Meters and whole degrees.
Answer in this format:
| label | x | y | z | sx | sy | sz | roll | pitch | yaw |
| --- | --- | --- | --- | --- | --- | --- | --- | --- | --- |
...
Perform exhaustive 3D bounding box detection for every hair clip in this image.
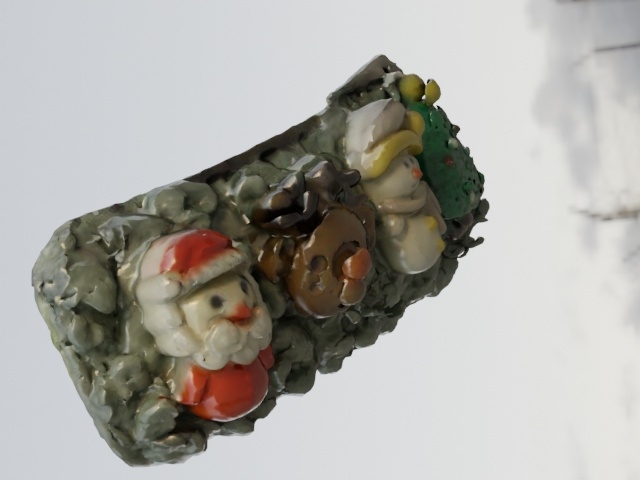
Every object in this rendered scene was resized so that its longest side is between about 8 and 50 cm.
| label | x | y | z | sx | sy | sz | roll | pitch | yaw |
| --- | --- | --- | --- | --- | --- | --- | --- | --- | --- |
| hair clip | 0.002 | -0.001 | 0.859 | 0.321 | 0.091 | 0.138 | -35 | -77 | -46 |
